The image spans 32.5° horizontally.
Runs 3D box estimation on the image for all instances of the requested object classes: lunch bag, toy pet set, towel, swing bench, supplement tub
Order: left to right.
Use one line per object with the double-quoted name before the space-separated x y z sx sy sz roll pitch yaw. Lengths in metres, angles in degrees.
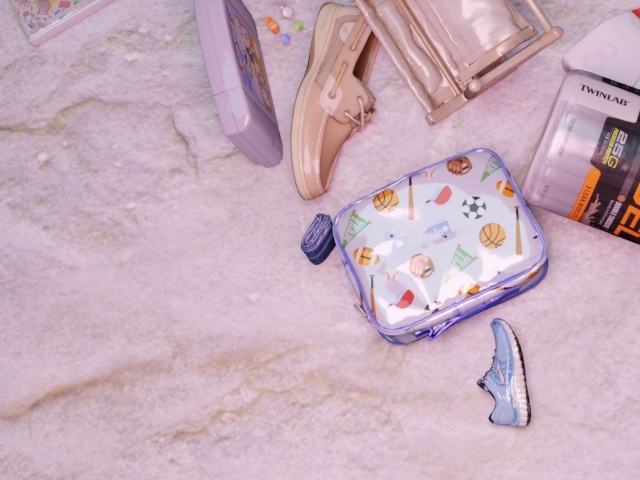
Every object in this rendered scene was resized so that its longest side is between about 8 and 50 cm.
"toy pet set" -0.061 -0.418 1.869 0.122 0.065 0.114 -45 105 0
"towel" 0.000 0.000 1.688 0.029 0.119 0.067 31 83 12
"lunch bag" 0.177 0.017 1.648 0.303 0.115 0.243 -26 72 3
"swing bench" 0.191 -0.340 1.648 0.165 0.254 0.253 -33 91 -11
"supplement tub" 0.473 -0.095 1.548 0.338 0.207 0.207 20 79 8

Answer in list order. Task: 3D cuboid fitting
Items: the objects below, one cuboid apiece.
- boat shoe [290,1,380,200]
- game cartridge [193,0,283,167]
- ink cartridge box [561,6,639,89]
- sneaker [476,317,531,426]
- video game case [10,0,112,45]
"boat shoe" 0.030 -0.226 1.746 0.110 0.121 0.341 6 74 15
"game cartridge" -0.135 -0.282 1.759 0.062 0.198 0.297 -16 72 8
"ink cartridge box" 0.521 -0.284 1.690 0.232 0.066 0.189 -41 69 3
"sneaker" 0.262 0.193 1.603 0.073 0.063 0.162 -9 72 13
"video game case" -0.463 -0.488 1.985 0.227 0.026 0.206 -30 70 3
